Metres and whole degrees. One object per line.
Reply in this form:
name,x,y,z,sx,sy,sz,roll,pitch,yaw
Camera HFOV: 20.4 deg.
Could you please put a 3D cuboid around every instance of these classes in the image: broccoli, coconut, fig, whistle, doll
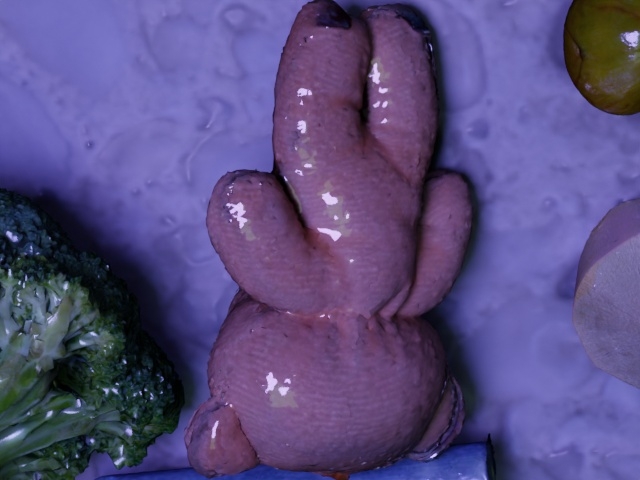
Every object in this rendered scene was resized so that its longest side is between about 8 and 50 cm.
broccoli,-0.234,0.081,1.138,0.265,0.294,0.245,5,75,39
coconut,0.217,0.037,1.107,0.116,0.122,0.116,3,110,8
fig,0.191,-0.120,1.067,0.082,0.098,0.084,34,77,-27
whistle,-0.032,0.176,1.209,0.304,0.062,0.062,-7,109,9
doll,0.000,0.000,1.138,0.201,0.156,0.303,2,92,-32
